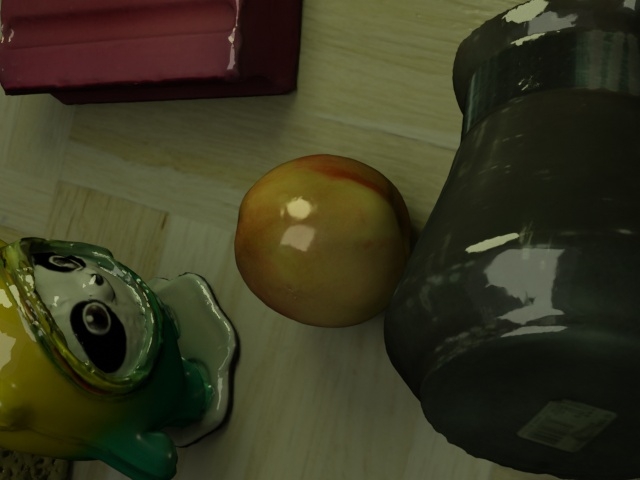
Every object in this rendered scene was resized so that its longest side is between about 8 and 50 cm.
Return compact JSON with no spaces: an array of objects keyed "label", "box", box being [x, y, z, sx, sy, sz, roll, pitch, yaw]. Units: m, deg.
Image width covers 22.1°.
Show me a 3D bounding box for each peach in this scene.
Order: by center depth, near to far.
[{"label":"peach","box":[0.000,0.000,1.609,0.184,0.184,0.184,-5,81,36]}]

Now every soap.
[{"label":"soap","box":[-0.192,-0.275,1.821,0.360,0.128,0.233,1,86,37]}]

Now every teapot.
[{"label":"teapot","box":[0.207,0.005,1.383,0.376,0.306,0.361,121,162,-54]}]

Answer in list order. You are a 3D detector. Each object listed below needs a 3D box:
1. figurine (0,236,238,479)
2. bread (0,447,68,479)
[{"label":"figurine","box":[-0.260,0.118,1.686,0.231,0.340,0.323,-46,59,23]},{"label":"bread","box":[-0.451,0.161,1.874,0.315,0.279,0.248,6,94,25]}]
